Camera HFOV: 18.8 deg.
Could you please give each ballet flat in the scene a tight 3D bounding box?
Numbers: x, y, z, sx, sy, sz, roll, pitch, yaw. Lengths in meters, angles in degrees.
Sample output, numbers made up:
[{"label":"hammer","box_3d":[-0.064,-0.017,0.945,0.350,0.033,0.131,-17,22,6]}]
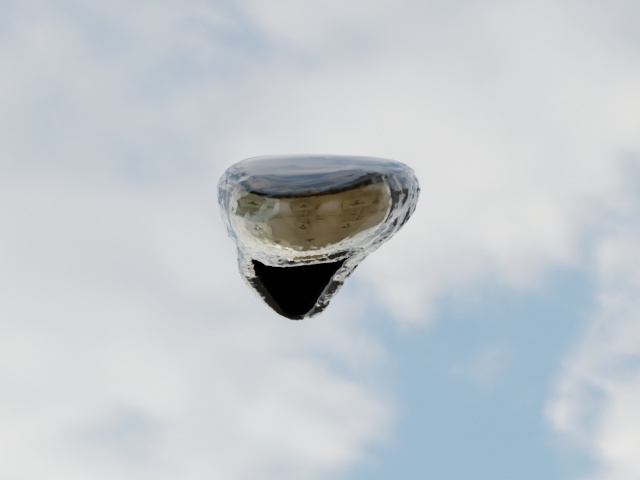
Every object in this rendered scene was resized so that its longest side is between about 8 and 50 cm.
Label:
[{"label":"ballet flat","box_3d":[0.000,0.000,0.576,0.057,0.173,0.049,2,-92,1]}]
